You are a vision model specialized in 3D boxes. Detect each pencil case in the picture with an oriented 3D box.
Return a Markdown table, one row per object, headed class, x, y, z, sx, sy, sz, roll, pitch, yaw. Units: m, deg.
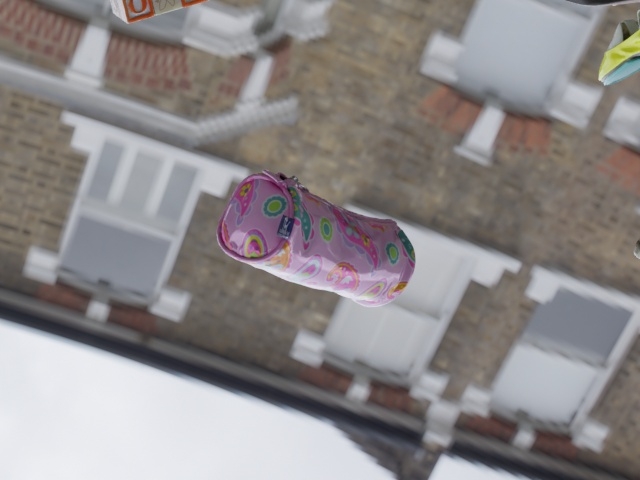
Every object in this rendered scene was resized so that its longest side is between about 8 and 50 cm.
| class | x | y | z | sx | sy | sz | roll | pitch | yaw |
| --- | --- | --- | --- | --- | --- | --- | --- | --- | --- |
| pencil case | 0.000 | 0.000 | 1.960 | 0.284 | 0.124 | 0.124 | 22 | -159 | -50 |

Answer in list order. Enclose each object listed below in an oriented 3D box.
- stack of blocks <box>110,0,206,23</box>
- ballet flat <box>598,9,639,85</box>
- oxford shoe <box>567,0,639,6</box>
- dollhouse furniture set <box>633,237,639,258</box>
| class | x | y | z | sx | sy | sz | roll | pitch | yaw |
| --- | --- | --- | --- | --- | --- | --- | --- | --- | --- |
| stack of blocks | -0.173 | -0.442 | 2.303 | 0.297 | 0.171 | 0.087 | -19 | -156 | -15 |
| ballet flat | 0.478 | -0.300 | 2.349 | 0.077 | 0.231 | 0.077 | -18 | -96 | -22 |
| oxford shoe | 0.343 | -0.297 | 1.794 | 0.212 | 0.076 | 0.076 | 10 | -175 | 28 |
| dollhouse furniture set | 0.530 | 0.037 | 1.778 | 0.301 | 0.151 | 0.197 | 18 | -155 | -30 |
